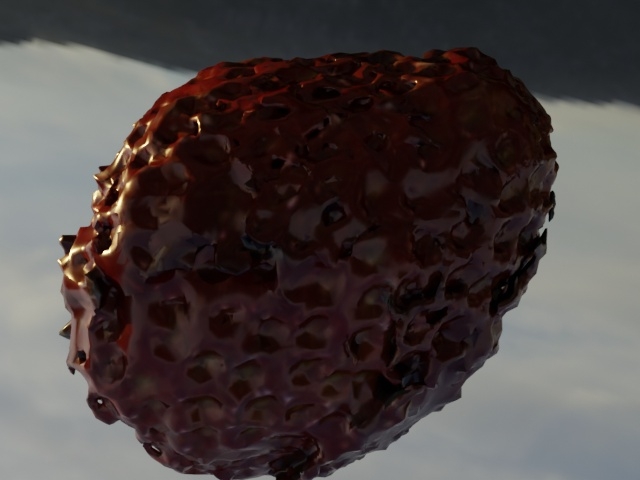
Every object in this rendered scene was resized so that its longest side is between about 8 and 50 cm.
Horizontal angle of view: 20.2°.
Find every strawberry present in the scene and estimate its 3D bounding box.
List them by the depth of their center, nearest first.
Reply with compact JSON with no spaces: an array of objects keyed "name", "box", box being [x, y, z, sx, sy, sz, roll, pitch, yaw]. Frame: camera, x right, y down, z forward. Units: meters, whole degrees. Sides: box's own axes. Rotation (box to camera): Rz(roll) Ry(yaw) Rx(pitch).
[{"name":"strawberry","box":[0.000,0.000,0.337,0.083,0.096,0.083,43,-158,-22]}]
